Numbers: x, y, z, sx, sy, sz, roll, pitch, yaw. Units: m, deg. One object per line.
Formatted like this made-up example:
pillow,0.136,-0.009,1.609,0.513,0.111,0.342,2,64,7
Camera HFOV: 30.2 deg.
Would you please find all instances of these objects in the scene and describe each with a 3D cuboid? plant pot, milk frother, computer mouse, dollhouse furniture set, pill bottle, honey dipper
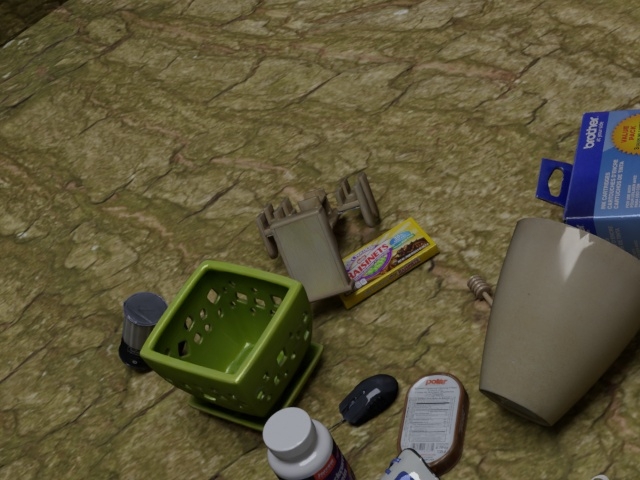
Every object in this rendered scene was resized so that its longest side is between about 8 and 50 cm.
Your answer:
plant pot,-0.138,0.196,2.075,0.228,0.207,0.227,12,54,34
plant pot,0.369,0.145,1.877,0.256,0.256,0.274,20,77,38
milk frother,-0.316,0.150,2.258,0.129,0.135,0.143,4,46,-12
computer mouse,0.027,0.301,2.016,0.242,0.041,0.071,-34,44,-7
dollhouse furniture set,0.000,0.000,2.253,0.212,0.161,0.242,-18,13,15
pill bottle,-0.020,0.350,1.878,0.108,0.193,0.108,-14,45,14
honey dipper,0.308,0.119,2.064,0.030,0.030,0.160,-32,46,-5

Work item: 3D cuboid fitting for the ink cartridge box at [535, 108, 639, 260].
ink cartridge box,0.580,-0.091,2.047,0.395,0.151,0.270,-3,48,26

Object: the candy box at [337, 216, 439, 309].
candy box,0.112,0.041,2.234,0.206,0.027,0.105,-32,39,-6

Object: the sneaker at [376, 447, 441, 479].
sneaker,0.094,0.420,1.823,0.315,0.127,0.182,-1,45,16

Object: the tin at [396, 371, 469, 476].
tin,0.185,0.299,1.945,0.106,0.040,0.189,-2,48,19

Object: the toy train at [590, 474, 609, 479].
toy train,0.464,0.400,1.706,0.166,0.046,0.125,7,51,27
